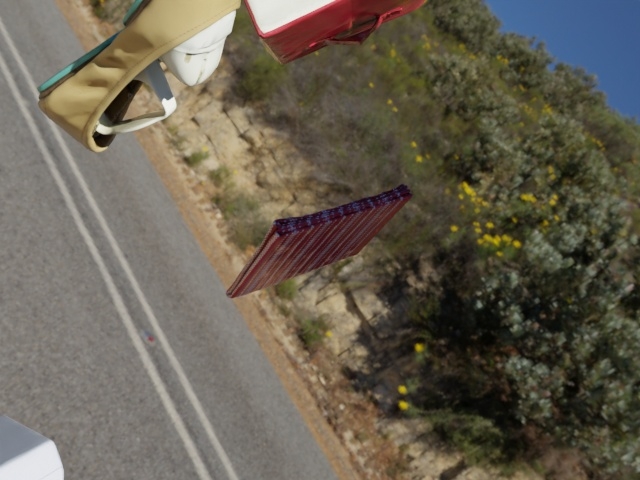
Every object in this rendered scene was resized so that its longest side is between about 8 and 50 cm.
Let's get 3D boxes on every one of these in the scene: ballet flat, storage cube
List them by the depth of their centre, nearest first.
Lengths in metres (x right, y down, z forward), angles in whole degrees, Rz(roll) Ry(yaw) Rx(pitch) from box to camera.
[{"bbox_3d":[-0.113,-0.130,0.462,0.073,0.232,0.080,54,41,-17],"label":"ballet flat"},{"bbox_3d":[0.000,-0.301,0.638,0.193,0.183,0.215,-75,144,-82],"label":"storage cube"}]

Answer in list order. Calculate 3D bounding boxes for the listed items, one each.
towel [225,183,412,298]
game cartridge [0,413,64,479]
[{"bbox_3d":[0.000,0.000,1.009,0.274,0.199,0.031,-18,69,-38],"label":"towel"},{"bbox_3d":[-0.353,0.213,0.470,0.198,0.297,0.062,2,-76,49],"label":"game cartridge"}]
